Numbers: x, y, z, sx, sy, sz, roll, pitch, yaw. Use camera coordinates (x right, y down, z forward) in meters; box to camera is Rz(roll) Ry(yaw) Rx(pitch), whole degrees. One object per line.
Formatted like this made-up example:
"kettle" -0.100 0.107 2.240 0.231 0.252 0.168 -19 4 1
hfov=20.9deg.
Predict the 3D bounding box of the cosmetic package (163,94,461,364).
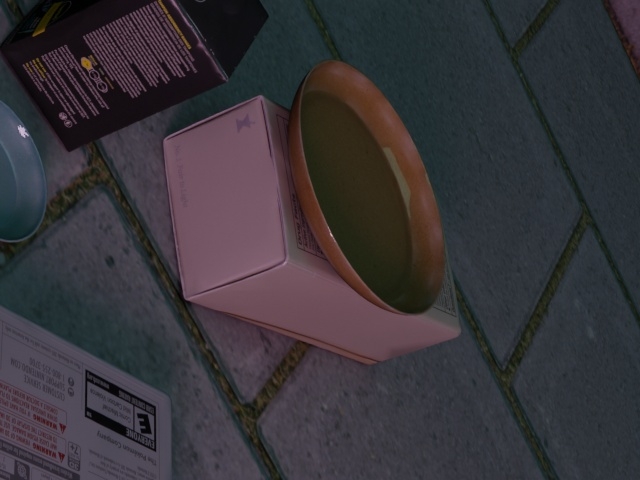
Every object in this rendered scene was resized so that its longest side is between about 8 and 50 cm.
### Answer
"cosmetic package" 0.000 0.000 1.571 0.309 0.113 0.160 25 51 -53

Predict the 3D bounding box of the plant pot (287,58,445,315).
"plant pot" 0.036 -0.042 1.510 0.236 0.032 0.236 40 39 -43

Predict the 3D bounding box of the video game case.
"video game case" -0.208 0.189 1.150 0.329 0.036 0.300 36 42 -48

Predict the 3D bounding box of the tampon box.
"tampon box" -0.145 -0.164 1.364 0.101 0.161 0.120 58 29 -22

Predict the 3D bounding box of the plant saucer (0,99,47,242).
"plant saucer" -0.245 -0.052 1.257 0.119 0.021 0.119 39 40 -43
